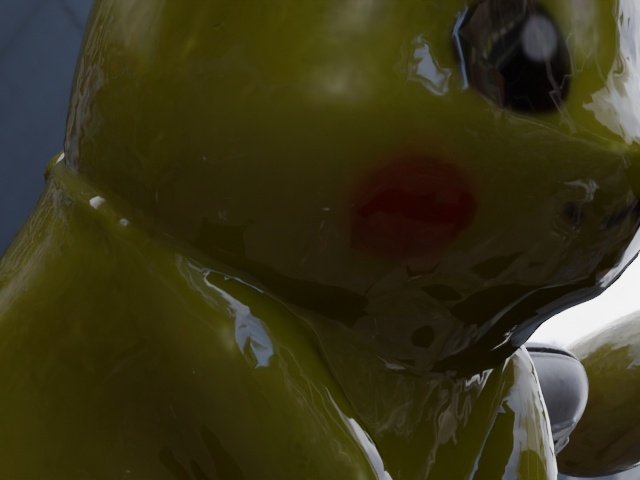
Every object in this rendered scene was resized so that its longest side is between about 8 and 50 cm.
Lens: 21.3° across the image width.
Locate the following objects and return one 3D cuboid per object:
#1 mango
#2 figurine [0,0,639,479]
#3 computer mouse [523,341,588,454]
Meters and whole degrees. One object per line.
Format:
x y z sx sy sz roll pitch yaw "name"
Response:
0.221 0.092 1.148 0.092 0.195 0.130 51 -18 23 "mango"
-0.002 0.007 0.457 0.169 0.326 0.218 28 8 30 "figurine"
0.047 0.100 0.786 0.057 0.232 0.120 49 -62 19 "computer mouse"
